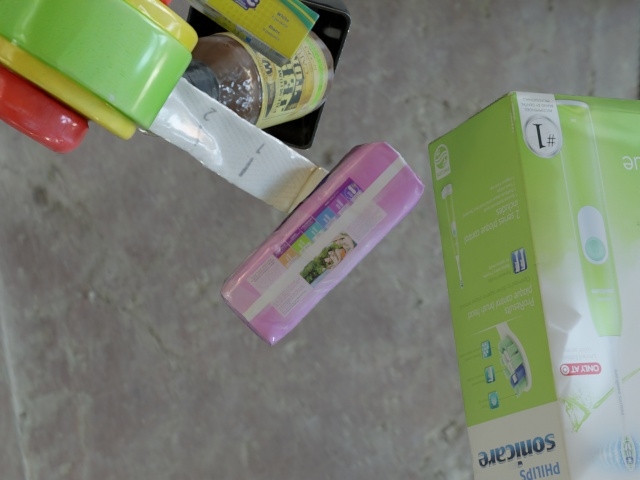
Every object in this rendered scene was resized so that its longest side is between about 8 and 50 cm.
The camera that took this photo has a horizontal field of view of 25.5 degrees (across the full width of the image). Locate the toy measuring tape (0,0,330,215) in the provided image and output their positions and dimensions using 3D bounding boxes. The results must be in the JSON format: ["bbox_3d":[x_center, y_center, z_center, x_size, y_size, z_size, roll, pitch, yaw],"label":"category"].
[{"bbox_3d":[-0.079,-0.074,0.719,0.330,0.121,0.121,34,100,-40],"label":"toy measuring tape"}]

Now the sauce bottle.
[{"bbox_3d":[-0.092,-0.160,1.465,0.111,0.344,0.111,5,105,21],"label":"sauce bottle"}]

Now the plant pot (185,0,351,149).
[{"bbox_3d":[-0.072,-0.249,1.755,0.187,0.167,0.188,16,119,-5],"label":"plant pot"}]

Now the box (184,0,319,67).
[{"bbox_3d":[-0.088,-0.194,1.026,0.179,0.105,0.043,32,90,-7],"label":"box"}]

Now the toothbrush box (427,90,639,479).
[{"bbox_3d":[0.212,0.044,1.052,0.206,0.122,0.283,2,75,-27],"label":"toothbrush box"}]

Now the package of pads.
[{"bbox_3d":[0.000,0.000,0.526,0.032,0.050,0.083,44,88,-1],"label":"package of pads"}]
